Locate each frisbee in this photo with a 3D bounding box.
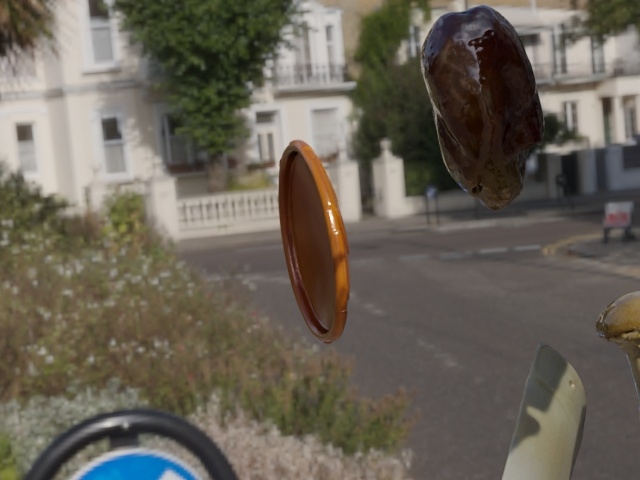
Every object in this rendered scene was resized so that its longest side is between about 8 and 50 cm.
[{"bbox_3d":[0.000,0.000,0.972,0.035,0.192,0.192,-9,5,-14],"label":"frisbee"}]

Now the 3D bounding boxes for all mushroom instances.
[{"bbox_3d":[0.445,0.225,1.281,0.128,0.350,0.128,-24,6,3],"label":"mushroom"}]

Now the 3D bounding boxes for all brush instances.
[{"bbox_3d":[0.100,0.177,0.506,0.050,0.060,0.321,-18,30,36],"label":"brush"}]

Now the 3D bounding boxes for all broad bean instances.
[{"bbox_3d":[0.184,-0.146,1.160,0.122,0.228,0.156,-17,14,6],"label":"broad bean"}]
